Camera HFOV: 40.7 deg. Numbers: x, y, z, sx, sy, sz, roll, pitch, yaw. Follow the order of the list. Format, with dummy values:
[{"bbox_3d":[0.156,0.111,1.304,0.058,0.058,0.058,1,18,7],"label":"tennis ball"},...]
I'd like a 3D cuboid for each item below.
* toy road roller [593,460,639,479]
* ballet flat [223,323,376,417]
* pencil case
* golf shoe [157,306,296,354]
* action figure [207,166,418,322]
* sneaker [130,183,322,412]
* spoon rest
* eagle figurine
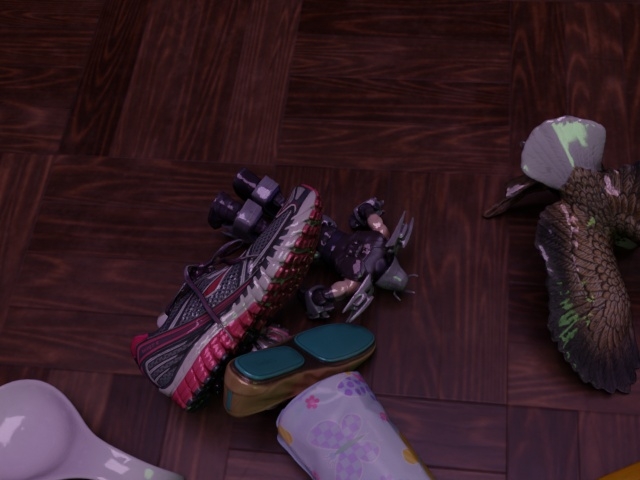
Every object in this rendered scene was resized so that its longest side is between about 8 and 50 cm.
[{"bbox_3d":[0.419,0.283,0.849,0.329,0.240,0.202,-21,61,-6],"label":"toy road roller"},{"bbox_3d":[-0.028,0.155,1.035,0.232,0.073,0.080,-9,34,-44],"label":"ballet flat"},{"bbox_3d":[0.063,0.279,0.959,0.124,0.113,0.273,-40,63,7],"label":"pencil case"},{"bbox_3d":[-0.126,0.133,1.083,0.186,0.067,0.086,14,64,12],"label":"golf shoe"},{"bbox_3d":[0.000,0.000,1.134,0.285,0.099,0.185,27,60,15],"label":"action figure"},{"bbox_3d":[-0.102,0.051,1.012,0.112,0.121,0.299,36,80,13],"label":"sneaker"},{"bbox_3d":[-0.301,0.251,1.024,0.276,0.084,0.137,16,63,13],"label":"spoon rest"},{"bbox_3d":[0.361,-0.001,1.049,0.225,0.226,0.298,-7,53,-22],"label":"eagle figurine"}]
